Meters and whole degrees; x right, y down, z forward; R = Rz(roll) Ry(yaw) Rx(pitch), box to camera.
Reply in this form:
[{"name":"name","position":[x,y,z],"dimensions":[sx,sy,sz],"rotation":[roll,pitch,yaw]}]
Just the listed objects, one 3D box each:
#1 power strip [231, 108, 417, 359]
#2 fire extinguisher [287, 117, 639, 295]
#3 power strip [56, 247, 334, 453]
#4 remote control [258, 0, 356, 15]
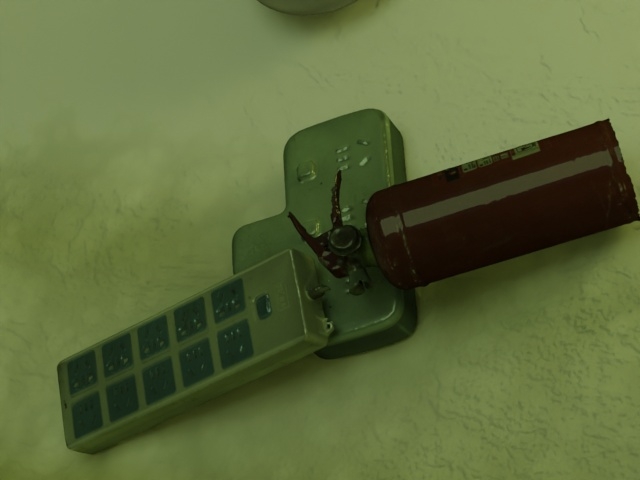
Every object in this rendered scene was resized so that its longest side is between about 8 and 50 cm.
[{"name":"power strip","position":[0.000,0.000,1.846],"dimensions":[0.194,0.059,0.265],"rotation":[-17,58,22]},{"name":"fire extinguisher","position":[0.133,-0.037,1.719],"dimensions":[0.337,0.106,0.147],"rotation":[-16,54,8]},{"name":"power strip","position":[-0.134,0.116,1.829],"dimensions":[0.367,0.043,0.106],"rotation":[-27,61,29]},{"name":"remote control","position":[0.031,-0.402,2.019],"dimensions":[0.221,0.103,0.332],"rotation":[29,81,32]}]
